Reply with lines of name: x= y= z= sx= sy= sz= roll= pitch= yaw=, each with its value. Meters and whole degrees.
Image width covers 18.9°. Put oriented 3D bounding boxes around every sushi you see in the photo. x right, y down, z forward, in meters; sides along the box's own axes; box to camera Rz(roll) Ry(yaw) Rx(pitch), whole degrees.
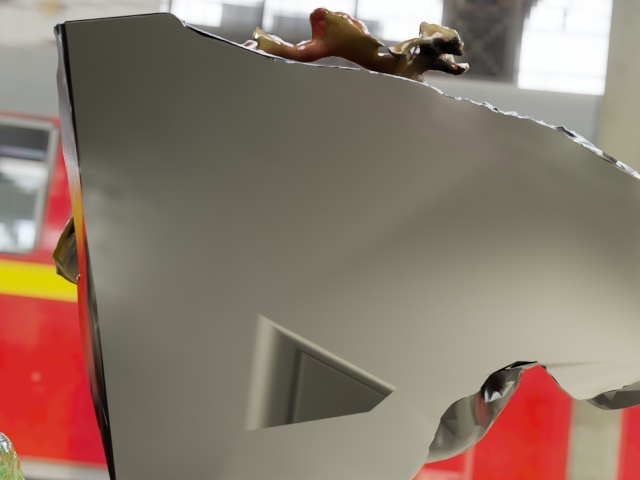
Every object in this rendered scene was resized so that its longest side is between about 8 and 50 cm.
sushi: x=0.000 y=0.000 z=0.628 sx=0.172 sy=0.153 sz=0.150 roll=-7 pitch=6 yaw=-14

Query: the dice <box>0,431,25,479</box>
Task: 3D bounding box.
dice: x=-0.307 y=0.235 z=0.966 sx=0.300 sy=0.287 sz=0.297 roll=0 pitch=-1 yaw=-1
